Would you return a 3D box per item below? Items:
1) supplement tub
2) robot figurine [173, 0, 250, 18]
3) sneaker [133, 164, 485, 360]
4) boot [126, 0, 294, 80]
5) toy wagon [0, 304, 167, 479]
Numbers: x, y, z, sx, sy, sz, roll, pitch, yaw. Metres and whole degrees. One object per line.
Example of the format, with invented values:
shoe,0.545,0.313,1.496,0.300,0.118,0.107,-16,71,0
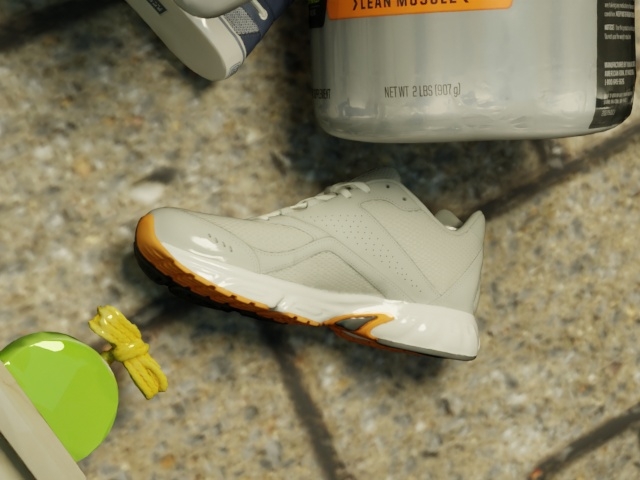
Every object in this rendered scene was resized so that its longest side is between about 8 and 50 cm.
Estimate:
supplement tub,0.092,-0.234,0.877,0.207,0.207,0.338,-5,97,-23
robot figurine,-0.034,-0.261,0.709,0.199,0.353,0.300,26,54,-49
sneaker,0.000,0.000,0.935,0.262,0.099,0.121,16,82,-32
boot,-0.099,-0.196,0.884,0.190,0.069,0.086,50,63,-23
toy wagon,-0.247,0.163,0.852,0.344,0.068,0.267,-38,109,-16
